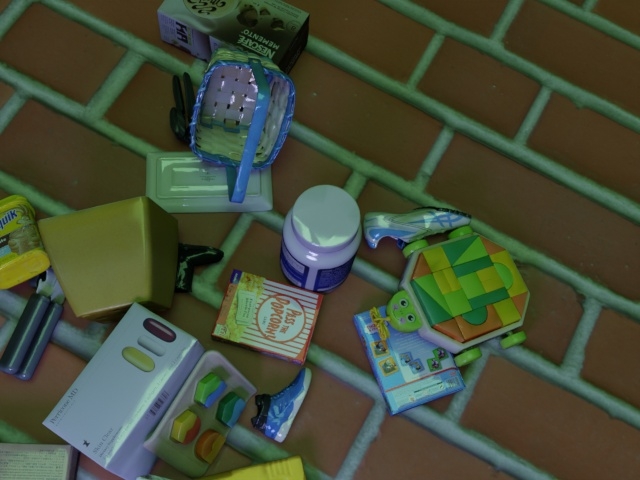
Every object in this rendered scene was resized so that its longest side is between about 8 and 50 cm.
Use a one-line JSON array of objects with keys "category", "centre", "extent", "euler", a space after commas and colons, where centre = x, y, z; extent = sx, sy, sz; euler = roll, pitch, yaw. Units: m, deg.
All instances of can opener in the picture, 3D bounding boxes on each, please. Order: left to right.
[{"category": "can opener", "centre": [-0.555, 0.135, 1.574], "extent": [0.093, 0.074, 0.280], "euler": [0, 63, 32]}, {"category": "can opener", "centre": [-0.297, -0.294, 1.753], "extent": [0.059, 0.073, 0.186], "euler": [-6, 61, 1]}]

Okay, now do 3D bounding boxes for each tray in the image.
[{"category": "tray", "centre": [-0.239, -0.132, 1.711], "extent": [0.271, 0.030, 0.145], "euler": [-1, 69, -6]}]

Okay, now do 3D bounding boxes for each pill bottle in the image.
[{"category": "pill bottle", "centre": [0.000, 0.000, 1.558], "extent": [0.153, 0.264, 0.153], "euler": [2, 70, -5]}]

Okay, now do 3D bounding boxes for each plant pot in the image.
[{"category": "plant pot", "centre": [-0.387, 0.050, 1.527], "extent": [0.212, 0.212, 0.187], "euler": [-13, 78, 4]}]

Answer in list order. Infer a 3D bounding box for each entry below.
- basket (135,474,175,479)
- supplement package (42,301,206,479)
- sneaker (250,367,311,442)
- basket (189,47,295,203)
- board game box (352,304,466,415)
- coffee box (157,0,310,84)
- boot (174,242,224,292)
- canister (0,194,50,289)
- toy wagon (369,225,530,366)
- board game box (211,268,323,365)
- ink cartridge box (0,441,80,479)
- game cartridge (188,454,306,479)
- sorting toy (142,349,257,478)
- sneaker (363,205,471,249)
[{"category": "basket", "centre": [-0.267, 0.465, 1.367], "extent": [0.113, 0.167, 0.103], "euler": [14, 74, 0]}, {"category": "supplement package", "centre": [-0.333, 0.281, 1.447], "extent": [0.145, 0.204, 0.261], "euler": [28, 70, 17]}, {"category": "sneaker", "centre": [-0.080, 0.305, 1.548], "extent": [0.085, 0.058, 0.152], "euler": [27, 76, -4]}, {"category": "basket", "centre": [-0.155, -0.250, 1.607], "extent": [0.201, 0.254, 0.288], "euler": [11, 36, -15]}, {"category": "board game box", "centre": [0.177, 0.226, 1.610], "extent": [0.160, 0.039, 0.211], "euler": [-17, 73, -11]}, {"category": "coffee box", "centre": [-0.192, -0.479, 1.795], "extent": [0.297, 0.119, 0.168], "euler": [27, 69, 5]}, {"category": "boot", "centre": [-0.264, 0.059, 1.631], "extent": [0.121, 0.045, 0.099], "euler": [8, 67, 5]}, {"category": "canister", "centre": [-0.612, 0.003, 1.574], "extent": [0.126, 0.073, 0.170], "euler": [-27, 53, -11]}, {"category": "toy wagon", "centre": [0.263, 0.117, 1.613], "extent": [0.345, 0.068, 0.267], "euler": [-15, 71, -27]}, {"category": "board game box", "centre": [-0.106, 0.155, 1.609], "extent": [0.194, 0.045, 0.146], "euler": [16, 69, 1]}, {"category": "ink cartridge box", "centre": [-0.566, 0.462, 1.433], "extent": [0.235, 0.088, 0.193], "euler": [4, 71, -4]}, {"category": "game cartridge", "centre": [-0.161, 0.566, 1.449], "extent": [0.324, 0.052, 0.285], "euler": [-12, 71, -8]}, {"category": "sorting toy", "centre": [-0.210, 0.325, 1.465], "extent": [0.038, 0.193, 0.208], "euler": [22, 68, 35]}, {"category": "sneaker", "centre": [0.205, -0.028, 1.693], "extent": [0.237, 0.085, 0.086], "euler": [-5, 97, -11]}]
